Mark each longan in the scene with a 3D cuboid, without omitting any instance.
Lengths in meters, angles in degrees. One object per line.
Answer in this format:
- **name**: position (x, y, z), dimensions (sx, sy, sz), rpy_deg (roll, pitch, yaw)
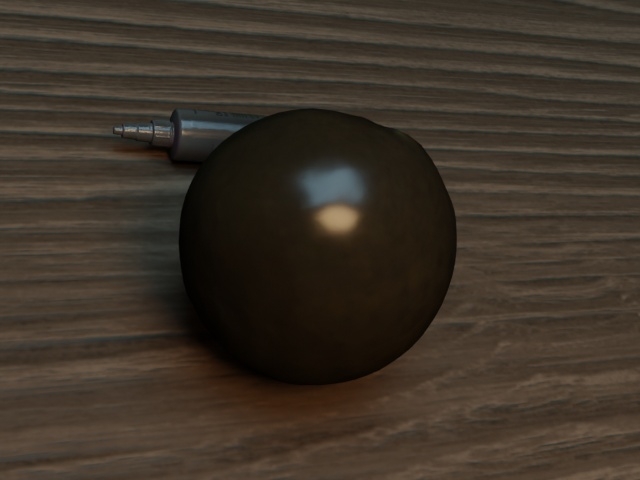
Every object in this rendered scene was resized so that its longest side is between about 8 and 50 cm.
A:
- **longan**: position (0.000, 0.000, 0.868), dimensions (0.258, 0.258, 0.258), rpy_deg (13, 42, -12)

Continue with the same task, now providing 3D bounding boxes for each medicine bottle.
- **medicine bottle**: position (-0.125, -0.113, 1.081), dimensions (0.199, 0.058, 0.058), rpy_deg (2, 46, -21)
